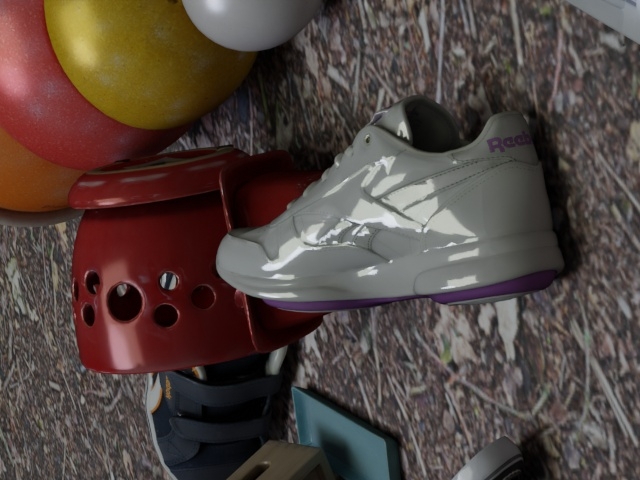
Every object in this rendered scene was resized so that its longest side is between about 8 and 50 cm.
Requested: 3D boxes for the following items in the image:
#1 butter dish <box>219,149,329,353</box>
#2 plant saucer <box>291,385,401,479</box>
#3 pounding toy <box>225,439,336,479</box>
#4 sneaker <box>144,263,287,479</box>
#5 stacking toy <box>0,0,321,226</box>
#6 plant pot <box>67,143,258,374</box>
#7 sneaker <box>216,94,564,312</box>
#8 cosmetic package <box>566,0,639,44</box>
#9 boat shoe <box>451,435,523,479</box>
[{"bbox_3d":[0.000,0.000,1.525,0.160,0.118,0.160,-20,-80,-69],"label":"butter dish"},{"bbox_3d":[0.024,0.185,1.688,0.192,0.018,0.067,23,124,63],"label":"plant saucer"},{"bbox_3d":[-0.035,0.262,1.725,0.100,0.141,0.130,3,123,44],"label":"pounding toy"},{"bbox_3d":[-0.102,0.128,1.803,0.127,0.126,0.321,-136,40,-60],"label":"sneaker"},{"bbox_3d":[-0.160,-0.202,1.643,0.480,0.350,0.351,-6,98,47],"label":"stacking toy"},{"bbox_3d":[-0.130,0.014,1.610,0.191,0.191,0.174,8,111,65],"label":"plant pot"},{"bbox_3d":[0.046,-0.025,1.358,0.305,0.114,0.152,-6,91,40],"label":"sneaker"},{"bbox_3d":[0.146,-0.278,0.970,0.377,0.097,0.284,38,135,39],"label":"cosmetic package"},{"bbox_3d":[0.125,0.240,1.425,0.076,0.080,0.228,43,141,23],"label":"boat shoe"}]
